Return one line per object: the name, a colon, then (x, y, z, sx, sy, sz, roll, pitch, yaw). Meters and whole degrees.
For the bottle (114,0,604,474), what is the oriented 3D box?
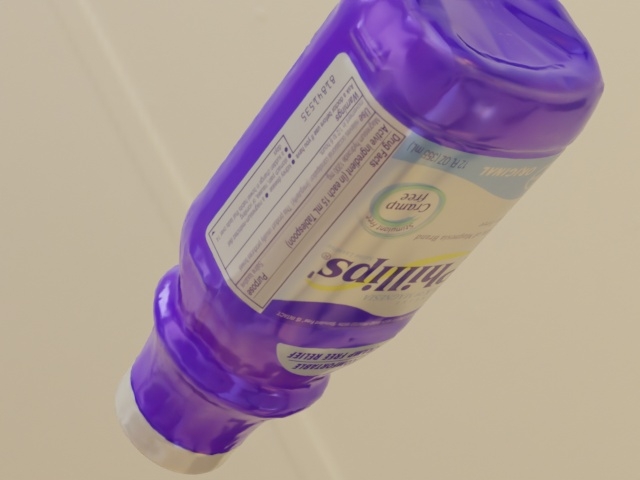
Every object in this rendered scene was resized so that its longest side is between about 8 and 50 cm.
bottle: (0.000, 0.000, 0.723, 0.283, 0.118, 0.092, -50, -126, 35)
